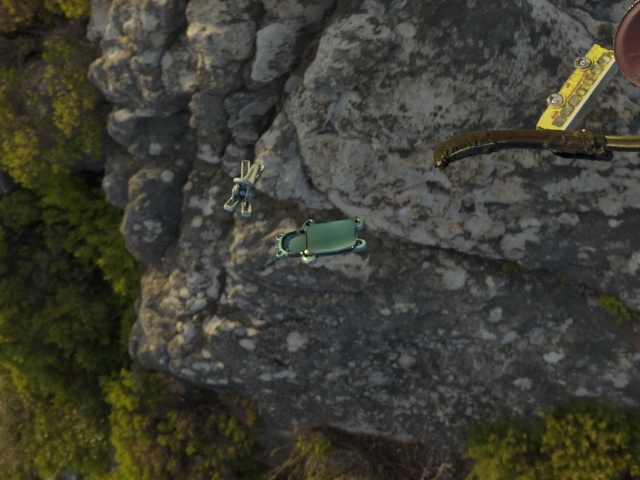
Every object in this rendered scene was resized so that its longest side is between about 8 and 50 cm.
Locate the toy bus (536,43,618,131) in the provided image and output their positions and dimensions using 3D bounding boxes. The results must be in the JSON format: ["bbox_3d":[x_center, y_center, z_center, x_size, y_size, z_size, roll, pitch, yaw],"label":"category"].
[{"bbox_3d":[0.542,-0.308,1.212,0.074,0.226,0.081,34,172,28],"label":"toy bus"}]

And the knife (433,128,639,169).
[{"bbox_3d":[0.196,-0.078,0.463,0.222,0.045,0.021,-4,132,-5],"label":"knife"}]

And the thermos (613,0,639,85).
[{"bbox_3d":[0.402,-0.228,0.618,0.099,0.232,0.124,20,121,36],"label":"thermos"}]

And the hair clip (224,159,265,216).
[{"bbox_3d":[-0.083,-0.071,0.655,0.030,0.115,0.039,19,117,-9],"label":"hair clip"}]

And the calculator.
[{"bbox_3d":[0.000,0.000,0.866,0.141,0.094,0.019,-8,133,6],"label":"calculator"}]
